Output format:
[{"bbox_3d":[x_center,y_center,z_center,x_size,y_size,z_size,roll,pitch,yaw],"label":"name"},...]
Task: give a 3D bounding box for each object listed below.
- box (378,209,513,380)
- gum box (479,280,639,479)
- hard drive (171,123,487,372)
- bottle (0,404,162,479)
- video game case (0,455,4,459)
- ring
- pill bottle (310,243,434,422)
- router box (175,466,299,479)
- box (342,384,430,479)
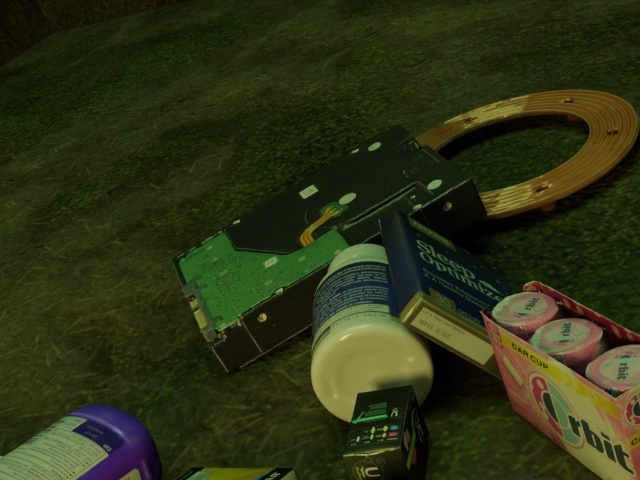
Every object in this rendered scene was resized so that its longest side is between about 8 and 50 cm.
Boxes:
[{"bbox_3d":[0.128,0.043,1.012,0.036,0.136,0.225,-55,17,19],"label":"box"},{"bbox_3d":[0.207,0.113,0.829,0.062,0.107,0.188,-29,26,-14],"label":"gum box"},{"bbox_3d":[0.000,0.000,1.234,0.339,0.064,0.237,-31,26,-5],"label":"hard drive"},{"bbox_3d":[-0.272,0.248,0.915,0.118,0.092,0.283,7,28,40],"label":"bottle"},{"bbox_3d":[-0.431,0.304,1.013,0.244,0.061,0.269,4,35,41],"label":"video game case"},{"bbox_3d":[0.234,-0.103,1.331,0.337,0.032,0.336,-19,25,9],"label":"ring"},{"bbox_3d":[0.047,0.081,1.015,0.112,0.112,0.186,-18,26,9],"label":"pill bottle"},{"bbox_3d":[-0.114,0.243,0.838,0.133,0.046,0.179,-12,12,42],"label":"router box"},{"bbox_3d":[0.057,0.173,0.884,0.052,0.062,0.083,-12,27,18],"label":"box"}]
